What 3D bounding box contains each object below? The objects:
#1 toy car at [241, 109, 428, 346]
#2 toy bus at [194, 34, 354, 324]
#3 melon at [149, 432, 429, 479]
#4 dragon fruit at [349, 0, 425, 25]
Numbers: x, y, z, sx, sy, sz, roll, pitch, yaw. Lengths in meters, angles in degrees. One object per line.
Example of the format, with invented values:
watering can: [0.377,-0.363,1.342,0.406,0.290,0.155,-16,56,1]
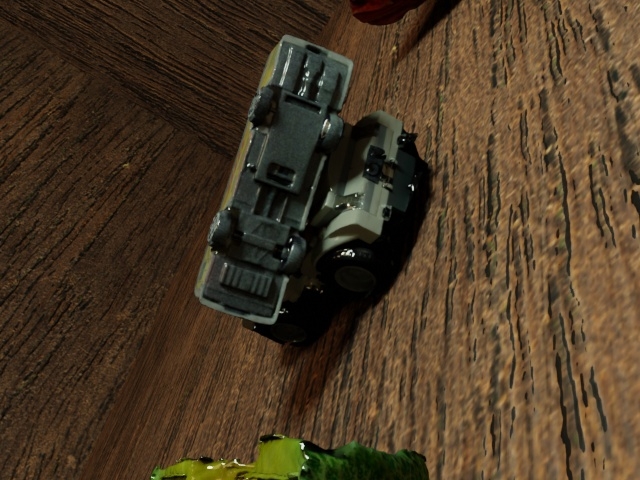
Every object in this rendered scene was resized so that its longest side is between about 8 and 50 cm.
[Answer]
toy car: [-0.002,0.000,0.921,0.301,0.118,0.193,-39,30,50]
toy bus: [-0.048,-0.057,0.813,0.106,0.092,0.268,171,116,-74]
melon: [-0.014,0.209,0.491,0.265,0.129,0.169,-31,52,58]
dragon fruit: [0.212,-0.472,1.243,0.286,0.227,0.329,4,29,46]
